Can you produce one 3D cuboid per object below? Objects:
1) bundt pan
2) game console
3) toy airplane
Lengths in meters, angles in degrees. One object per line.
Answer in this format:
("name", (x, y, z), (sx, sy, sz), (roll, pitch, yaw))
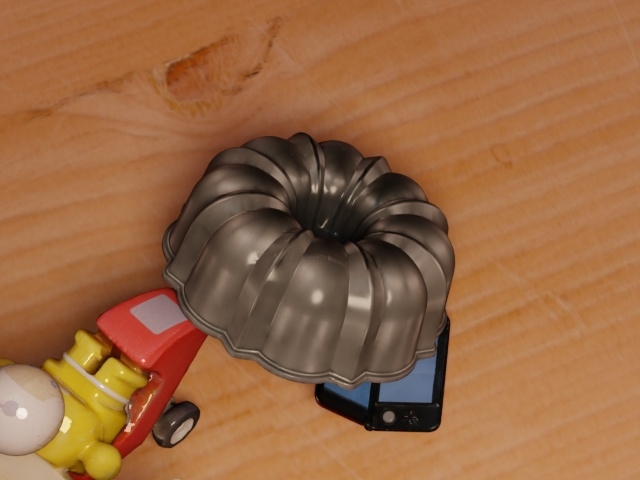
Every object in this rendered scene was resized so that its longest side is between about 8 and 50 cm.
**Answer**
("bundt pan", (0.000, 0.000, 1.443), (0.330, 0.124, 0.331), (13, 38, -10))
("game console", (0.071, 0.129, 1.470), (0.124, 0.085, 0.144), (-1, 61, 18))
("toy airplane", (-0.302, 0.215, 1.325), (0.386, 0.272, 0.384), (-1, 62, 0))
